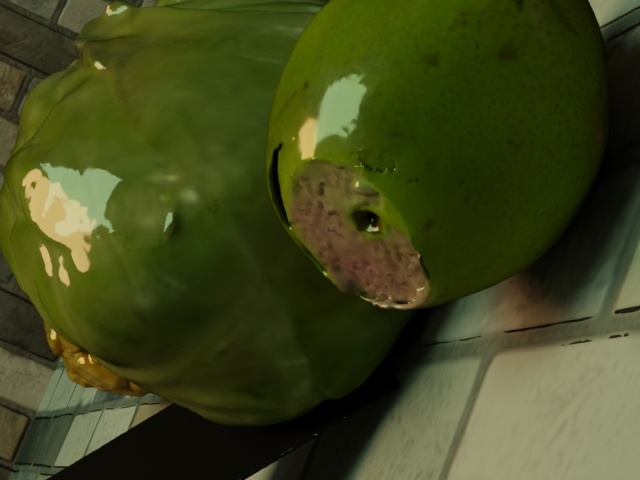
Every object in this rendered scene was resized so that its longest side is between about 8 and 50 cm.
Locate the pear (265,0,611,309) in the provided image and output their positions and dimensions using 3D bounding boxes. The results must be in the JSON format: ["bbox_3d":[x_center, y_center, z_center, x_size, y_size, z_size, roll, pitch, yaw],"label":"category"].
[{"bbox_3d":[0.073,-0.073,0.843,0.219,0.187,0.187,-48,4,-26],"label":"pear"}]

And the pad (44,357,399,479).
[{"bbox_3d":[-0.087,0.144,1.090,0.300,0.005,0.202,-32,17,2],"label":"pad"}]

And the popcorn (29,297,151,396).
[{"bbox_3d":[-0.207,0.061,1.695,0.250,0.190,0.250,-45,22,24],"label":"popcorn"}]

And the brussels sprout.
[{"bbox_3d":[-0.061,-0.024,1.047,0.328,0.328,0.247,-84,-19,-55],"label":"brussels sprout"}]
